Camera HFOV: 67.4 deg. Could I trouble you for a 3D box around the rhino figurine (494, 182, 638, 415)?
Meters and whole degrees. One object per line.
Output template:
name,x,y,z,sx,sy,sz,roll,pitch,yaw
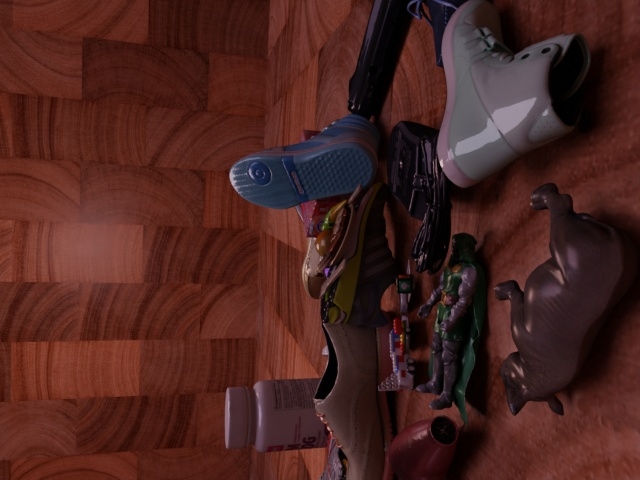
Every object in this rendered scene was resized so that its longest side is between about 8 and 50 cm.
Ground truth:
rhino figurine,0.215,0.078,0.454,0.106,0.073,0.244,-108,23,-60

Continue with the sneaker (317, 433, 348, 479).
sneaker,0.043,0.491,0.990,0.093,0.087,0.226,135,149,-60

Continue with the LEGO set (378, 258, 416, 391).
LEGO set,0.113,0.130,0.715,0.244,0.060,0.183,69,-160,-71

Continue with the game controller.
game controller,0.116,-0.403,0.963,0.167,0.067,0.319,-82,6,-45

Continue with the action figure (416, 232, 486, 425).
action figure,0.175,0.104,0.642,0.137,0.063,0.233,-141,58,-76

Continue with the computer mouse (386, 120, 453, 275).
computer mouse,0.153,-0.090,0.686,0.272,0.072,0.189,-97,8,-62

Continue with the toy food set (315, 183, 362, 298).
toy food set,0.023,-0.008,0.850,0.132,0.038,0.192,124,164,-50

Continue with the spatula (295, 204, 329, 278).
spatula,0.000,0.000,1.153,0.084,0.030,0.297,-37,76,29

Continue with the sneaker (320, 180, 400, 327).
sneaker,0.090,0.027,0.891,0.111,0.121,0.300,136,154,-66

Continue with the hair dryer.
hair dryer,0.164,0.356,0.647,0.223,0.080,0.294,-147,47,-67

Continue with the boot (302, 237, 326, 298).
boot,0.009,0.076,1.262,0.165,0.077,0.214,-136,49,-68

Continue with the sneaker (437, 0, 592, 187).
sneaker,0.212,-0.188,0.512,0.151,0.094,0.256,-23,49,50

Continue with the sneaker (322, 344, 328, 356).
sneaker,0.046,0.249,1.152,0.152,0.053,0.061,135,145,-61

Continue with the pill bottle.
pill bottle,-0.080,0.413,1.139,0.160,0.282,0.161,-178,90,-76

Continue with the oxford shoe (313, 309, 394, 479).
oxford shoe,0.053,0.330,0.900,0.140,0.146,0.398,165,106,-74

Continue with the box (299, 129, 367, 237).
box,0.021,-0.135,1.130,0.123,0.128,0.257,107,160,-46

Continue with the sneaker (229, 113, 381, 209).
sneaker,-0.018,-0.170,1.003,0.208,0.318,0.127,-62,-37,-51

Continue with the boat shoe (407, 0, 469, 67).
boat shoe,0.162,-0.359,0.664,0.109,0.088,0.259,104,169,-76
